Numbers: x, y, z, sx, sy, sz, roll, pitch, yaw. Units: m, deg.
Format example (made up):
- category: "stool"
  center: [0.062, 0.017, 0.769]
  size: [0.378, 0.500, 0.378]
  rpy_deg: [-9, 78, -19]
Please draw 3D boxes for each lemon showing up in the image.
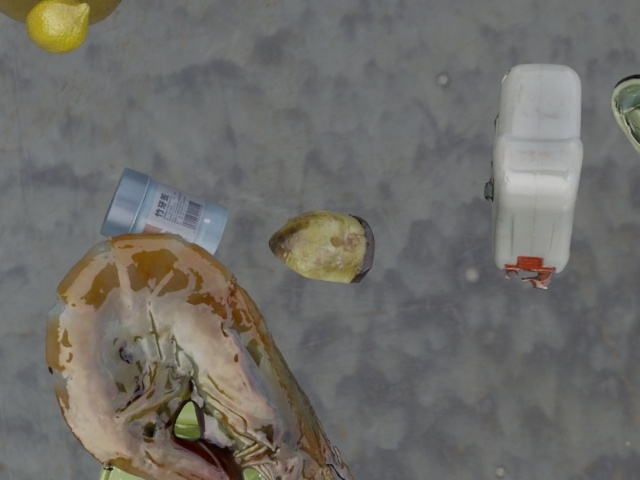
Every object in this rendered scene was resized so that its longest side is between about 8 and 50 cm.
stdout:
- category: "lemon"
  center: [-0.293, -0.244, 1.080]
  size: [0.065, 0.092, 0.065]
  rpy_deg: [37, 45, -49]

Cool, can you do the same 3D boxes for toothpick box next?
- category: "toothpick box"
  center: [-0.216, -0.028, 1.333]
  size: [0.153, 0.101, 0.101]
  rpy_deg: [21, 78, -13]

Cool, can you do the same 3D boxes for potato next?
- category: "potato"
  center: [0.000, 0.000, 1.120]
  size: [0.103, 0.066, 0.096]
  rpy_deg: [0, 43, -42]

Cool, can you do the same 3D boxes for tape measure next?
- category: "tape measure"
  center: [0.301, -0.100, 1.366]
  size: [0.130, 0.258, 0.265]
  rpy_deg: [2, 64, 12]

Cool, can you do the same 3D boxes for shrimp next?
- category: "shrimp"
  center: [-0.078, 0.126, 0.661]
  size: [0.152, 0.063, 0.287]
  rpy_deg: [-36, 94, -25]

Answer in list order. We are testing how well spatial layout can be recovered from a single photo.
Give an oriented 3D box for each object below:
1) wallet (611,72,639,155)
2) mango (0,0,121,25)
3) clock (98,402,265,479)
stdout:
- category: "wallet"
  center: [0.371, -0.111, 0.779]
  size: [0.309, 0.077, 0.223]
  rpy_deg: [-42, 106, -32]
- category: "mango"
  center: [-0.360, -0.364, 1.246]
  size: [0.195, 0.331, 0.142]
  rpy_deg: [-18, 87, 9]
- category: "clock"
  center: [-0.177, 0.347, 1.308]
  size: [0.286, 0.117, 0.349]
  rpy_deg: [-1, 100, 23]
